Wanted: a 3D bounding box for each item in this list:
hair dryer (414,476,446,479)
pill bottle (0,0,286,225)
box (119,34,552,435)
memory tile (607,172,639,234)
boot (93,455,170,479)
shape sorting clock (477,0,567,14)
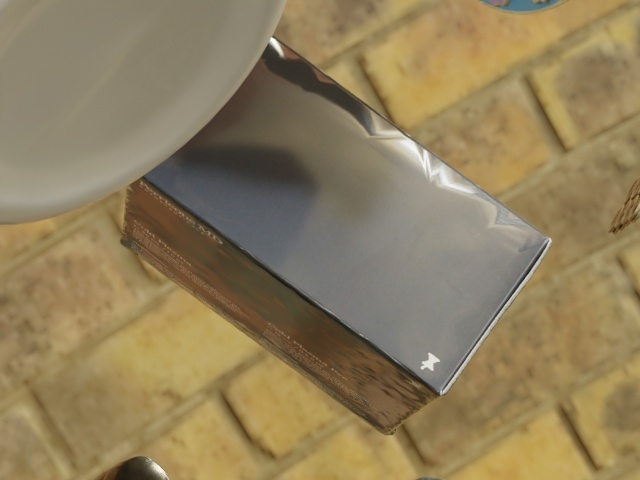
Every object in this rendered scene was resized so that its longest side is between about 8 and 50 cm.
[{"bbox_3d":[0.186,0.317,1.545,0.293,0.223,0.080,-3,32,48],"label":"hair dryer"},{"bbox_3d":[-0.194,-0.198,0.839,0.210,0.363,0.210,-33,-25,-18],"label":"pill bottle"},{"bbox_3d":[0.000,0.000,1.688,0.179,0.343,0.312,-54,-1,-13],"label":"box"},{"bbox_3d":[0.357,-0.061,1.980,0.113,0.012,0.148,-60,-2,-6],"label":"memory tile"},{"bbox_3d":[-0.252,0.359,1.822,0.115,0.112,0.305,-21,32,41],"label":"boot"},{"bbox_3d":[0.164,-0.296,1.559,0.040,0.206,0.206,-24,6,-39],"label":"shape sorting clock"}]
